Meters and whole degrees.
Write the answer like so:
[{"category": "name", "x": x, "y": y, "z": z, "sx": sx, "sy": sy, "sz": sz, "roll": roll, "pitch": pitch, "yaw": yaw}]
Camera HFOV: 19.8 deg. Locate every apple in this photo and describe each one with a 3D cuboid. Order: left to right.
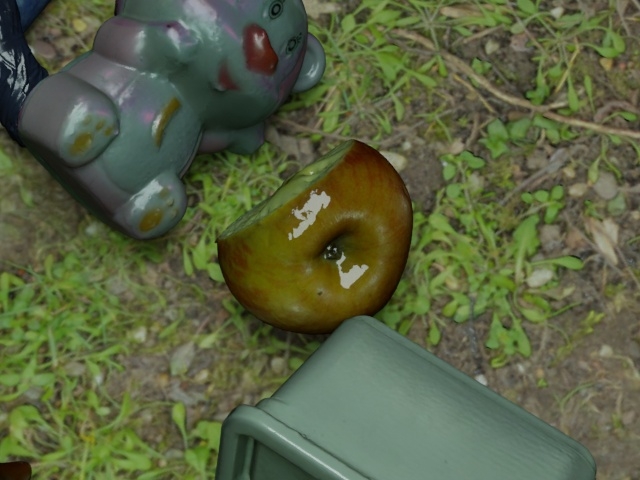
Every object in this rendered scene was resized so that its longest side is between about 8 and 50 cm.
[{"category": "apple", "x": 0.000, "y": 0.000, "z": 1.725, "sx": 0.195, "sy": 0.160, "sz": 0.173, "roll": -34, "pitch": 26, "yaw": -8}]

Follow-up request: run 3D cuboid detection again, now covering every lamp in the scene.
[{"category": "lamp", "x": -0.156, "y": -0.168, "z": 1.817, "sx": 0.301, "sy": 0.247, "sz": 0.247, "roll": -48, "pitch": 32, "yaw": -12}]

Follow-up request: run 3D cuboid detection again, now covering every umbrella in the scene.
[{"category": "umbrella", "x": -0.329, "y": -0.212, "z": 1.844, "sx": 0.071, "sy": 0.071, "sz": 0.248, "roll": -27, "pitch": 97, "yaw": -16}]

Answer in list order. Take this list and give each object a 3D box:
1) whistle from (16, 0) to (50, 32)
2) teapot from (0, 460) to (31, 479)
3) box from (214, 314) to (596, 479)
[{"category": "whistle", "x": -0.302, "y": -0.278, "z": 1.936, "sx": 0.062, "sy": 0.062, "sz": 0.304, "roll": 28, "pitch": 63, "yaw": 14}, {"category": "teapot", "x": -0.333, "y": 0.295, "z": 1.585, "sx": 0.178, "sy": 0.135, "sz": 0.252, "roll": 19, "pitch": 77, "yaw": 48}, {"category": "box", "x": 0.085, "y": 0.211, "z": 1.616, "sx": 0.312, "sy": 0.175, "sz": 0.182, "roll": 31, "pitch": 56, "yaw": 16}]
